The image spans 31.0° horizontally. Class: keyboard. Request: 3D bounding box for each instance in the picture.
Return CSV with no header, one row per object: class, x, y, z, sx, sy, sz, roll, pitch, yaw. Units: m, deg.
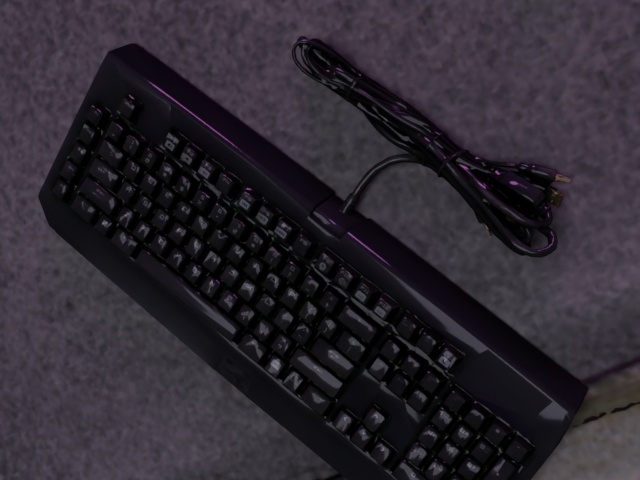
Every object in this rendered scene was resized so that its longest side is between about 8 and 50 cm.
keyboard,0.000,0.000,0.605,0.317,0.033,0.201,37,108,13
